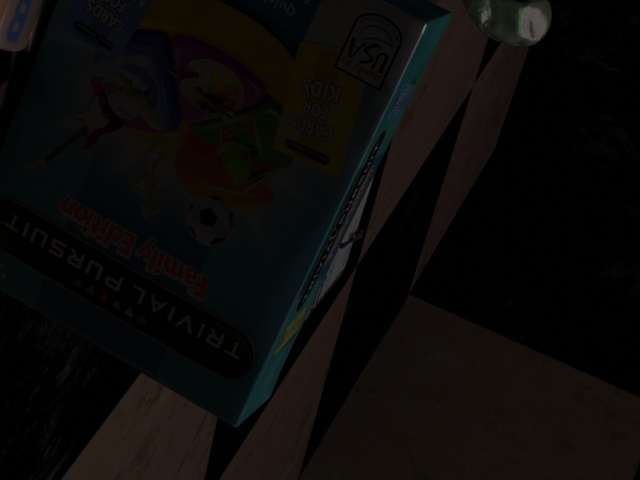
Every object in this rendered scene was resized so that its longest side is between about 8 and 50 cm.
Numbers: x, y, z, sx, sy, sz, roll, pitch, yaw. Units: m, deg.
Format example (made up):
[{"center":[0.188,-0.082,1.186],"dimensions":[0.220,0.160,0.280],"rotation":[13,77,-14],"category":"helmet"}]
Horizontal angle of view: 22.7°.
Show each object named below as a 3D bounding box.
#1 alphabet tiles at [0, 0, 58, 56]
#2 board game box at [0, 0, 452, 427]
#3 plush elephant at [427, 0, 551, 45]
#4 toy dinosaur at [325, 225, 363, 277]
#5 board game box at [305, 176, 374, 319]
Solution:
[{"center":[-0.166,-0.260,1.105],"dimensions":[0.278,0.021,0.284],"rotation":[-67,170,6],"category":"alphabet tiles"},{"center":[-0.092,-0.070,1.170],"dimensions":[0.336,0.254,0.079],"rotation":[-65,169,20],"category":"board game box"},{"center":[0.208,-0.385,2.044],"dimensions":[0.272,0.255,0.330],"rotation":[-67,169,8],"category":"plush elephant"},{"center":[0.000,0.000,1.732],"dimensions":[0.090,0.047,0.082],"rotation":[-33,-156,40],"category":"toy dinosaur"},{"center":[-0.054,-0.018,1.863],"dimensions":[0.291,0.141,0.232],"rotation":[-50,161,-56],"category":"board game box"}]
